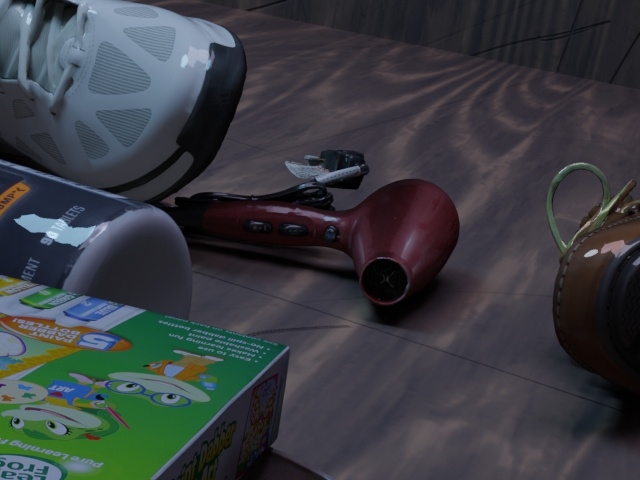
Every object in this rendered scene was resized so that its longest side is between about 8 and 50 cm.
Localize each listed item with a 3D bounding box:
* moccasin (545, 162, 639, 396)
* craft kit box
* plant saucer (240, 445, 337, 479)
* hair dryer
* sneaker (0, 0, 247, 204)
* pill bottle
[{"bbox_3d":[0.230,0.023,1.155,0.147,0.139,0.380,15,14,24],"label":"moccasin"},{"bbox_3d":[-0.164,0.069,0.684,0.249,0.061,0.246,12,17,11],"label":"craft kit box"},{"bbox_3d":[-0.112,0.136,0.658,0.310,0.050,0.310,9,15,-2],"label":"plant saucer"},{"bbox_3d":[0.000,0.000,1.284,0.223,0.080,0.293,-16,19,-26],"label":"hair dryer"},{"bbox_3d":[-0.270,-0.151,1.306,0.257,0.169,0.447,26,-8,-39],"label":"sneaker"},{"bbox_3d":[-0.204,0.014,0.910,0.245,0.130,0.130,16,15,27],"label":"pill bottle"}]
